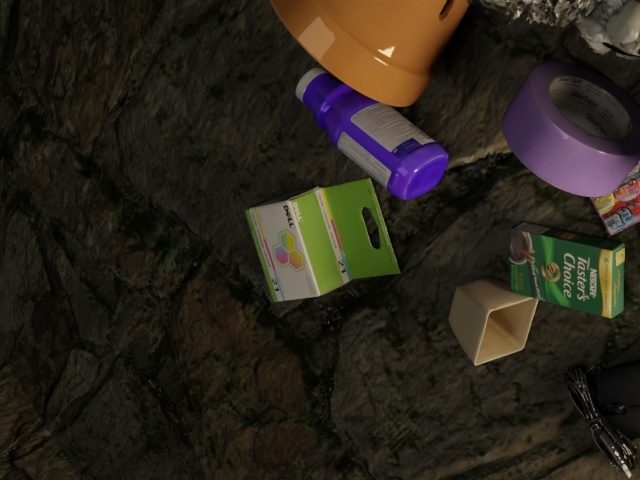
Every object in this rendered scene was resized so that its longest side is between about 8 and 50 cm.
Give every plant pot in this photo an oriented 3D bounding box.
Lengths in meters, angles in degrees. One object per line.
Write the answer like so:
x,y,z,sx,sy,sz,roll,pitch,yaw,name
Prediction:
0.095,-0.369,1.623,0.203,0.291,0.291,-47,72,29,plant pot
0.269,0.119,1.780,0.096,0.109,0.109,43,135,42,plant pot

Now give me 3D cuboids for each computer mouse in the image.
0.481,0.243,1.635,0.272,0.072,0.188,-37,79,47,computer mouse

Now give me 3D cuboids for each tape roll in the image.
0.348,-0.153,1.506,0.189,0.189,0.080,47,134,21,tape roll

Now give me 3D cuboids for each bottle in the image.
0.076,-0.183,1.823,0.283,0.118,0.092,41,133,24,bottle

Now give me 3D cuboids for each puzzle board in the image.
0.439,-0.073,1.582,0.128,0.011,0.096,-34,82,47,puzzle board

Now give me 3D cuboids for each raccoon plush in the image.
0.363,-0.431,1.432,0.216,0.299,0.446,146,131,-63,raccoon plush

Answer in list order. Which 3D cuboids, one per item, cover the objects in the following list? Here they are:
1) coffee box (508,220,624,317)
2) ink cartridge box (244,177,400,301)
0.371,0.042,1.680,0.184,0.040,0.113,16,118,41,coffee box
0.000,0.000,2.000,0.255,0.097,0.188,-10,100,48,ink cartridge box
